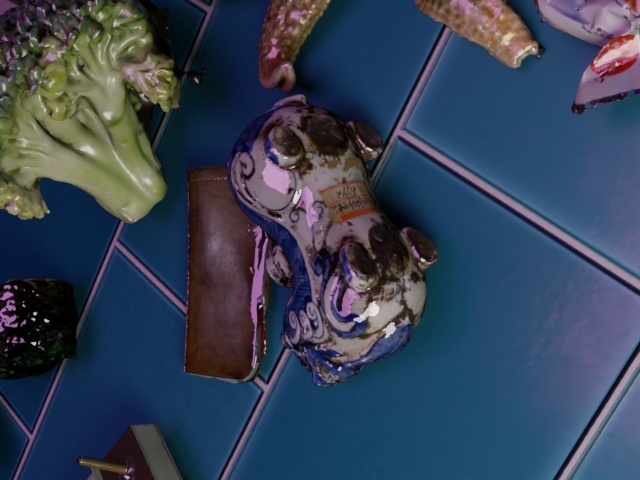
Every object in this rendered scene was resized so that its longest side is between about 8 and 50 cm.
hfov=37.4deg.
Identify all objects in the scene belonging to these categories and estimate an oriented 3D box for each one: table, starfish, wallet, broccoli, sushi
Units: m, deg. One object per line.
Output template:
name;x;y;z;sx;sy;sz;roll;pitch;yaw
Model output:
table;-0.275;0.344;1.138;0.240;0.111;0.121;-52;54;26
starfish;0.088;-0.313;0.945;0.432;0.082;0.324;-8;79;36
wallet;-0.109;0.038;1.111;0.137;0.031;0.255;1;88;39
broccoli;-0.285;-0.152;1.126;0.293;0.281;0.348;-18;35;29
sushi;-0.432;0.129;1.308;0.225;0.124;0.127;-16;76;36

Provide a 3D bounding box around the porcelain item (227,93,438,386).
porcelain item;0.000;0.000;0.974;0.288;0.138;0.186;61;139;19

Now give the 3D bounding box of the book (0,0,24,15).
book;-0.529;-0.362;1.387;0.264;0.202;0.027;-57;18;21

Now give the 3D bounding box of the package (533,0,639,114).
package;0.312;-0.209;0.766;0.269;0.071;0.194;-24;74;22
